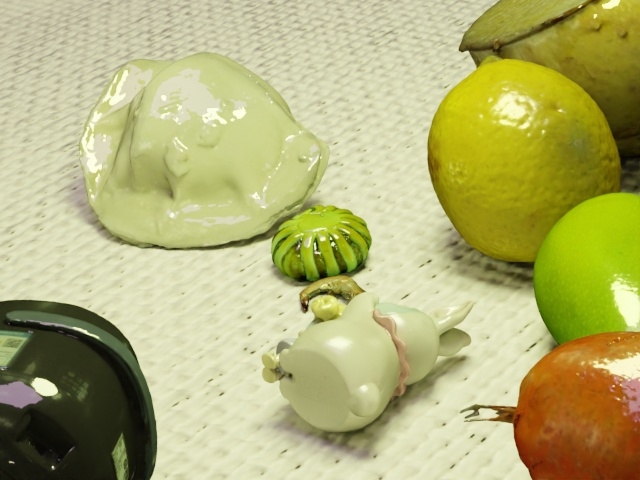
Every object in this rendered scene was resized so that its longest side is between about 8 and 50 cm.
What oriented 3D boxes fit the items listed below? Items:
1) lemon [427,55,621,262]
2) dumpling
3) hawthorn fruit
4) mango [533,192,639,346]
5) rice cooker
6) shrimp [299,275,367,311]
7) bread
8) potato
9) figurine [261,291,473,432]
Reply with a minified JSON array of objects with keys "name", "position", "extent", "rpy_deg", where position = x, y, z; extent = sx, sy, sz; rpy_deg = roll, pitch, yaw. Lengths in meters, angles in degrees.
[{"name":"lemon","position":[0.261,-0.098,2.015],"extent":[0.267,0.267,0.267],"rpy_deg":[-5,27,2]},{"name":"dumpling","position":[-0.183,-0.113,2.257],"extent":[0.395,0.233,0.315],"rpy_deg":[25,71,25]},{"name":"hawthorn fruit","position":[0.279,0.182,1.523],"extent":[0.299,0.211,0.211],"rpy_deg":[10,31,25]},{"name":"mango","position":[0.343,0.071,1.782],"extent":[0.192,0.156,0.343],"rpy_deg":[-11,30,10]},{"name":"rice cooker","position":[-0.299,0.201,1.561],"extent":[0.267,0.267,0.224],"rpy_deg":[1,29,13]},{"name":"shrimp","position":[0.018,0.074,1.986],"extent":[0.083,0.023,0.114],"rpy_deg":[-22,26,-23]},{"name":"bread","position":[0.000,0.000,2.083],"extent":[0.139,0.071,0.130],"rpy_deg":[-16,33,-18]},{"name":"potato","position":[0.454,-0.261,2.200],"extent":[0.385,0.319,0.442],"rpy_deg":[-42,12,-24]},{"name":"figurine","position":[0.061,0.122,1.786],"extent":[0.155,0.127,0.235],"rpy_deg":[4,22,40]}]
